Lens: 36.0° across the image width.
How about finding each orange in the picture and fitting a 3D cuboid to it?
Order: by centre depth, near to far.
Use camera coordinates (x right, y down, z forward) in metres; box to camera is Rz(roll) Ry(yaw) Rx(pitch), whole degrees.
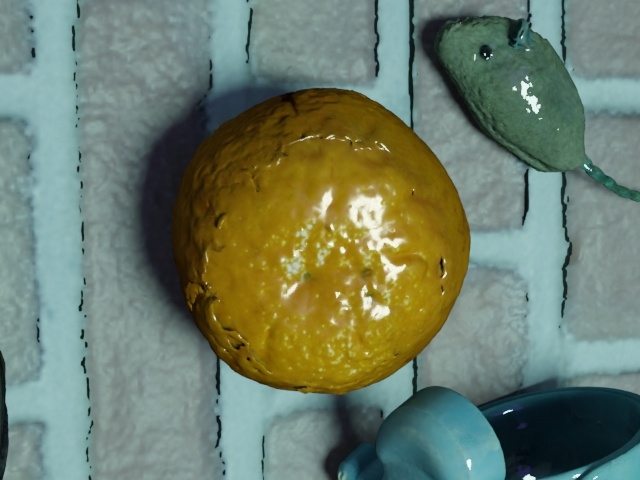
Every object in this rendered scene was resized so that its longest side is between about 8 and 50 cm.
[{"bbox_3d":[0.000,0.000,0.628,0.193,0.161,0.193,-2,103,-7],"label":"orange"}]

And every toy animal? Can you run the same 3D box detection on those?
[{"bbox_3d":[0.186,-0.080,0.726,0.253,0.070,0.079,33,100,-18],"label":"toy animal"}]

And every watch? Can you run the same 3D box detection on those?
[{"bbox_3d":[0.139,0.174,0.678,0.193,0.211,0.211,-20,99,-29],"label":"watch"}]

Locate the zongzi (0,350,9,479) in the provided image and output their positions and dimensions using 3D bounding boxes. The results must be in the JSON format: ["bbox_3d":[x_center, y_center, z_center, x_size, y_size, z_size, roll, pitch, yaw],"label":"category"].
[{"bbox_3d":[-0.366,0.236,0.476,0.403,0.208,0.432,2,77,-16],"label":"zongzi"}]
